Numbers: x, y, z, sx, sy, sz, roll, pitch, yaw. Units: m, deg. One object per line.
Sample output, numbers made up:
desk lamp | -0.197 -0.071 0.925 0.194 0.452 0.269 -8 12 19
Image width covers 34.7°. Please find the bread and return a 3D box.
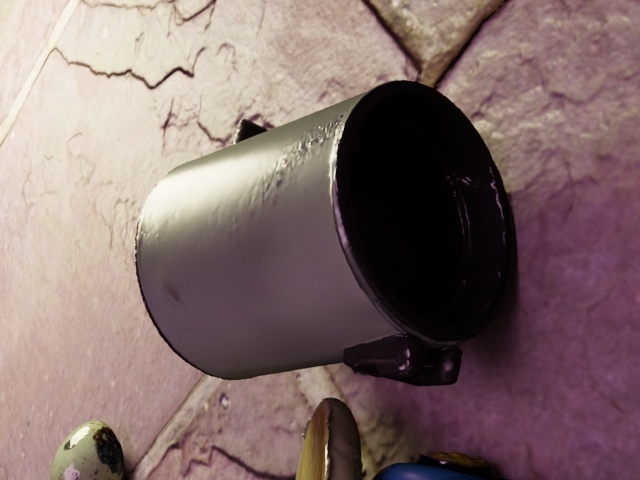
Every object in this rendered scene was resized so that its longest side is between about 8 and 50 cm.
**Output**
bread | -0.001 0.263 0.873 0.267 0.040 0.267 -171 90 -85

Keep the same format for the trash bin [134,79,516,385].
trash bin | 0.000 0.000 0.895 0.262 0.217 0.277 -17 62 43

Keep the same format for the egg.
egg | -0.276 0.270 1.220 0.085 0.085 0.110 -3 64 46

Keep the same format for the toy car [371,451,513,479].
toy car | 0.118 0.265 0.758 0.314 0.166 0.198 3 80 47
